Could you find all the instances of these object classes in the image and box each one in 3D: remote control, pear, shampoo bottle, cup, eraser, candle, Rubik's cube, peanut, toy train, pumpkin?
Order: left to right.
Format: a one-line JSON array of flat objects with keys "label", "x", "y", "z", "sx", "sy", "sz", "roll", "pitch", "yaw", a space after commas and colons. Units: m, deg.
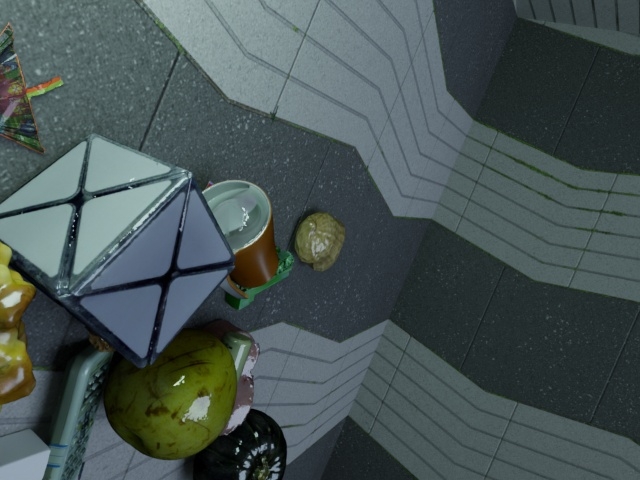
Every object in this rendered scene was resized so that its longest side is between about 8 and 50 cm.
[{"label": "eraser", "x": -0.620, "y": 0.407, "z": 0.743, "sx": 0.298, "sy": 0.078, "sz": 0.076, "roll": 8, "pitch": 104, "yaw": -62}, {"label": "remote control", "x": -0.506, "y": 0.367, "z": 0.918, "sx": 0.128, "sy": 0.065, "sz": 0.336, "roll": -83, "pitch": -168, "yaw": -82}, {"label": "Rubik's cube", "x": -0.333, "y": 0.014, "z": 0.758, "sx": 0.255, "sy": 0.259, "sz": 0.259, "roll": -52, "pitch": 153, "yaw": -25}, {"label": "pear", "x": -0.322, "y": 0.331, "z": 1.000, "sx": 0.283, "sy": 0.283, "sz": 0.284, "roll": -42, "pitch": 144, "yaw": -40}, {"label": "candle", "x": -0.316, "y": 0.395, "z": 1.249, "sx": 0.287, "sy": 0.131, "sz": 0.318, "roll": -19, "pitch": 118, "yaw": -48}, {"label": "shampoo bottle", "x": -0.235, "y": 0.320, "z": 1.152, "sx": 0.079, "sy": 0.079, "sz": 0.162, "roll": 20, "pitch": 90, "yaw": -63}, {"label": "cup", "x": -0.181, "y": 0.018, "z": 1.012, "sx": 0.264, "sy": 0.182, "sz": 0.227, "roll": 78, "pitch": 15, "yaw": -60}, {"label": "pumpkin", "x": -0.260, "y": 0.718, "z": 1.472, "sx": 0.323, "sy": 0.241, "sz": 0.324, "roll": -17, "pitch": 113, "yaw": -46}, {"label": "toy train", "x": -0.172, "y": 0.107, "z": 1.330, "sx": 0.251, "sy": 0.085, "sz": 0.119, "roll": -26, "pitch": 138, "yaw": -50}, {"label": "peanut", "x": 0.000, "y": 0.000, "z": 1.523, "sx": 0.197, "sy": 0.110, "sz": 0.233, "roll": -63, "pitch": 155, "yaw": -6}]

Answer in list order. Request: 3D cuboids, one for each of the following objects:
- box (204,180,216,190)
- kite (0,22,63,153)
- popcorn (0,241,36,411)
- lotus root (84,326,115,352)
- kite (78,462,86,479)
[{"label": "box", "x": -0.235, "y": -0.059, "z": 1.109, "sx": 0.112, "sy": 0.048, "sz": 0.175, "roll": -61, "pitch": 153, "yaw": -5}, {"label": "kite", "x": -0.444, "y": -0.208, "z": 0.649, "sx": 0.159, "sy": 0.010, "sz": 0.190, "roll": -37, "pitch": 143, "yaw": -47}, {"label": "popcorn", "x": -0.487, "y": 0.092, "z": 0.508, "sx": 0.331, "sy": 0.225, "sz": 0.265, "roll": 25, "pitch": 83, "yaw": -20}, {"label": "lotus root", "x": -0.346, "y": 0.130, "z": 0.952, "sx": 0.303, "sy": 0.146, "sz": 0.131, "roll": -40, "pitch": 174, "yaw": -45}, {"label": "kite", "x": -0.603, "y": 0.588, "z": 0.994, "sx": 0.182, "sy": 0.010, "sz": 0.161, "roll": -6, "pitch": 116, "yaw": -60}]
